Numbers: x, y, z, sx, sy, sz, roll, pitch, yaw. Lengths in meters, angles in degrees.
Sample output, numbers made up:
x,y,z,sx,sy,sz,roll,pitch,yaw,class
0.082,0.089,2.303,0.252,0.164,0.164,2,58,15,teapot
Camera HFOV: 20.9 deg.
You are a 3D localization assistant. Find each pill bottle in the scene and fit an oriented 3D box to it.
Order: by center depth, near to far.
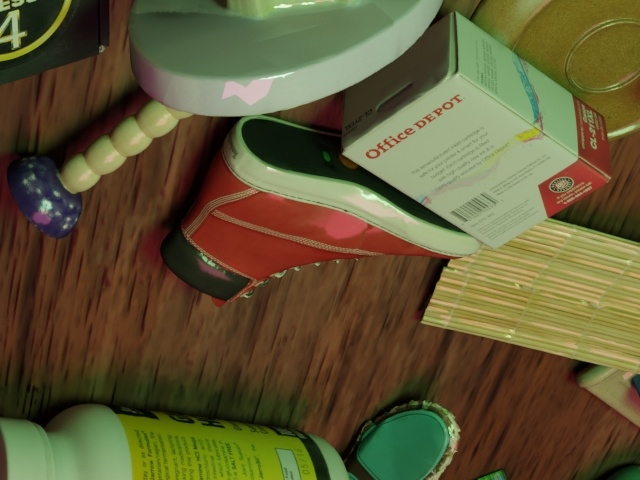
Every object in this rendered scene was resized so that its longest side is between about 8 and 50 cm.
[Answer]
x,y,z,sx,sy,sz,roll,pitch,yaw,class
-0.152,0.247,1.561,0.334,0.188,0.188,12,131,-31,pill bottle

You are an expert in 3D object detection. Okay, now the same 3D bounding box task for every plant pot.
x,y,z,sx,sy,sz,roll,pitch,yaw,class
0.227,-0.154,1.383,0.236,0.032,0.236,-11,139,-10,plant pot

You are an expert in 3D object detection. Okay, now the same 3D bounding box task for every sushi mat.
x,y,z,sx,sy,sz,roll,pitch,yaw,class
0.258,0.055,1.584,0.316,0.019,0.151,14,132,-16,sushi mat

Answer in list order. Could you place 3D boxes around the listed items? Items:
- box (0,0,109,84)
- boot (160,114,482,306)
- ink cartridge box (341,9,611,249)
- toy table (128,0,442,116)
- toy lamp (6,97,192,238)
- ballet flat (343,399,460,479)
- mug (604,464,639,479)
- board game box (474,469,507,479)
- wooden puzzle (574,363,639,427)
x,y,z,sx,sy,sz,roll,pitch,yaw,class
-0.312,-0.200,0.984,0.395,0.097,0.318,-21,136,-27,box
0.000,0.000,1.431,0.244,0.088,0.176,15,131,-25,boot
0.120,-0.083,1.351,0.175,0.072,0.127,31,134,-31,ink cartridge box
-0.020,-0.211,1.090,0.252,0.274,0.161,11,129,15,toy table
-0.105,-0.102,1.283,0.274,0.080,0.080,-31,138,18,toy lamp
0.066,0.229,1.723,0.077,0.091,0.241,-18,156,-52,ballet flat
0.349,0.299,1.870,0.097,0.158,0.129,-42,111,16,mug
0.154,0.340,1.793,0.141,0.170,0.048,-22,141,4,board game box
0.474,0.129,1.751,0.322,0.080,0.348,-38,136,21,wooden puzzle
